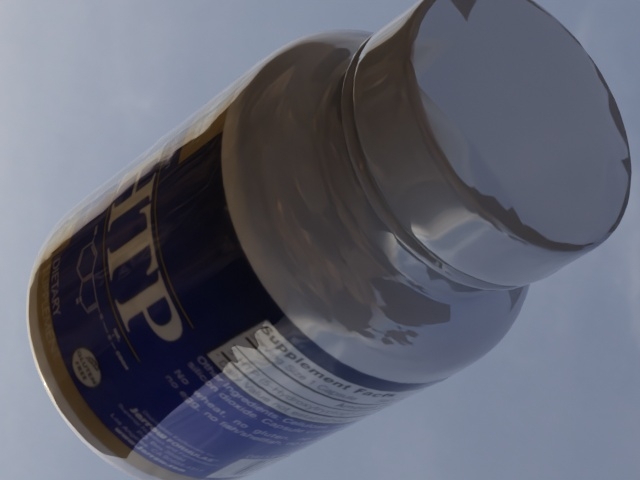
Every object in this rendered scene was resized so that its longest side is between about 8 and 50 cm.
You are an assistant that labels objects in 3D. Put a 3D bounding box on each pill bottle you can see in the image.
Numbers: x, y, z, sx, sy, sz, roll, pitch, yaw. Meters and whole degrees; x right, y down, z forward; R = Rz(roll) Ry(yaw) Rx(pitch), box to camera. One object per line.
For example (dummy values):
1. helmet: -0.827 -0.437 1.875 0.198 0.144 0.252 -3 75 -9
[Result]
1. pill bottle: 0.000 0.000 0.539 0.187 0.112 0.112 -33 -134 44
